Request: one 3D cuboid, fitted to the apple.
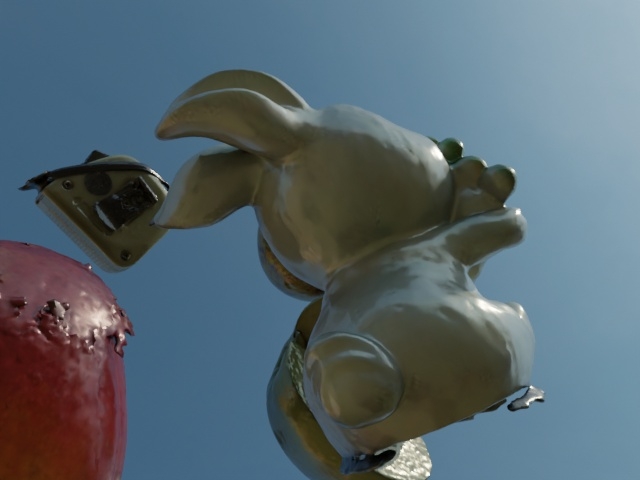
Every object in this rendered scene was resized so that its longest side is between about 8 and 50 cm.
[{"bbox_3d":[0.053,0.228,0.879,0.257,0.233,0.295,27,-124,-1],"label":"apple"}]

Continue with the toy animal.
[{"bbox_3d":[0.024,0.011,0.461,0.247,0.183,0.310,-15,-105,-35],"label":"toy animal"}]

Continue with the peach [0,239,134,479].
[{"bbox_3d":[-0.348,0.175,0.570,0.369,0.370,0.370,-3,-76,-14],"label":"peach"}]

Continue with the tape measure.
[{"bbox_3d":[-0.448,-0.092,1.240,0.271,0.133,0.231,47,-125,-15],"label":"tape measure"}]

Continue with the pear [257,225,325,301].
[{"bbox_3d":[0.000,0.000,1.268,0.283,0.283,0.284,-3,-76,-14],"label":"pear"}]
